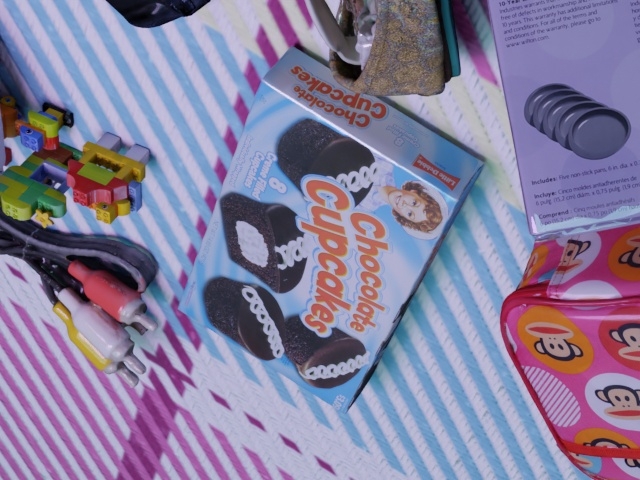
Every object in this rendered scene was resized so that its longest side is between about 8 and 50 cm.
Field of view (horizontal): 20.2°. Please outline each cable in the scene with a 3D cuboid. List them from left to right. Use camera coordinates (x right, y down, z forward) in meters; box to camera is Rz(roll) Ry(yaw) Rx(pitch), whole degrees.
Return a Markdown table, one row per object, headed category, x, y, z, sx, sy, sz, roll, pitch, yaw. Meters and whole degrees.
| category | x | y | z | sx | sy | sz | roll | pitch | yaw |
| --- | --- | --- | --- | --- | --- | --- | --- | --- | --- |
| cable | -0.272 | 0.023 | 1.753 | 0.287 | 0.072 | 0.139 | 32 | 134 | 7 |

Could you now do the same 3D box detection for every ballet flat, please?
| category | x | y | z | sx | sy | sz | roll | pitch | yaw |
| --- | --- | --- | --- | --- | --- | --- | --- | --- | --- |
| ballet flat | 0.038 | -0.208 | 1.215 | 0.123 | 0.123 | 0.348 | 24 | 156 | 16 |

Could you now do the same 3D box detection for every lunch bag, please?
| category | x | y | z | sx | sy | sz | roll | pitch | yaw |
| --- | --- | --- | --- | --- | --- | --- | --- | --- | --- |
| lunch bag | 0.305 | 0.101 | 1.379 | 0.293 | 0.120 | 0.258 | -3 | 130 | 35 |

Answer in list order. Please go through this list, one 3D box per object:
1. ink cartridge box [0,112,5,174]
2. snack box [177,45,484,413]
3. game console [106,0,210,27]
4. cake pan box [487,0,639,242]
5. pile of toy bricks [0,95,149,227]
| category | x | y | z | sx | sy | sz | roll | pitch | yaw |
| --- | --- | --- | --- | --- | --- | --- | --- | --- | --- |
| ink cartridge box | -0.400 | -0.120 | 1.620 | 0.212 | 0.093 | 0.154 | -8 | 88 | 24 |
| snack box | 0.000 | 0.000 | 1.542 | 0.187 | 0.060 | 0.322 | 31 | 139 | 7 |
| game console | -0.239 | -0.293 | 1.407 | 0.361 | 0.044 | 0.213 | 43 | 152 | -27 |
| cake pan box | 0.237 | -0.143 | 1.094 | 0.267 | 0.070 | 0.245 | -12 | 92 | 18 |
| pile of toy bricks | -0.268 | -0.055 | 1.651 | 0.212 | 0.105 | 0.118 | 22 | 137 | 18 |
